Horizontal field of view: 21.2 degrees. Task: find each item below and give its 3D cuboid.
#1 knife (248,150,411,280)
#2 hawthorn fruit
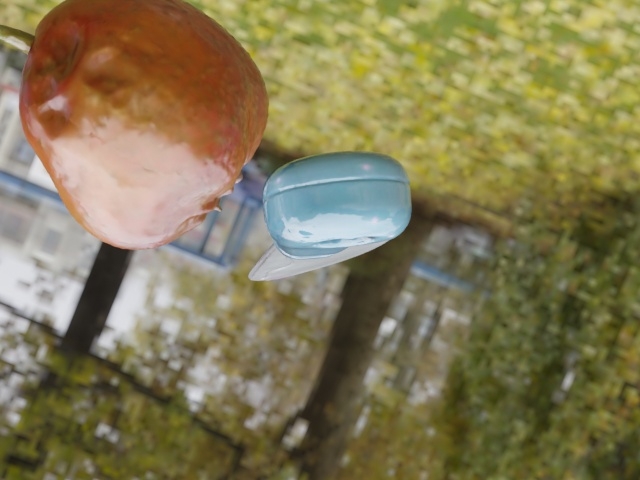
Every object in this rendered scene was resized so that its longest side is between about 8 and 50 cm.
[{"bbox_3d":[0.002,0.000,0.682,0.058,0.032,0.244,-9,173,-5],"label":"knife"},{"bbox_3d":[-0.173,-0.115,1.124,0.285,0.165,0.165,32,-176,-3],"label":"hawthorn fruit"}]
